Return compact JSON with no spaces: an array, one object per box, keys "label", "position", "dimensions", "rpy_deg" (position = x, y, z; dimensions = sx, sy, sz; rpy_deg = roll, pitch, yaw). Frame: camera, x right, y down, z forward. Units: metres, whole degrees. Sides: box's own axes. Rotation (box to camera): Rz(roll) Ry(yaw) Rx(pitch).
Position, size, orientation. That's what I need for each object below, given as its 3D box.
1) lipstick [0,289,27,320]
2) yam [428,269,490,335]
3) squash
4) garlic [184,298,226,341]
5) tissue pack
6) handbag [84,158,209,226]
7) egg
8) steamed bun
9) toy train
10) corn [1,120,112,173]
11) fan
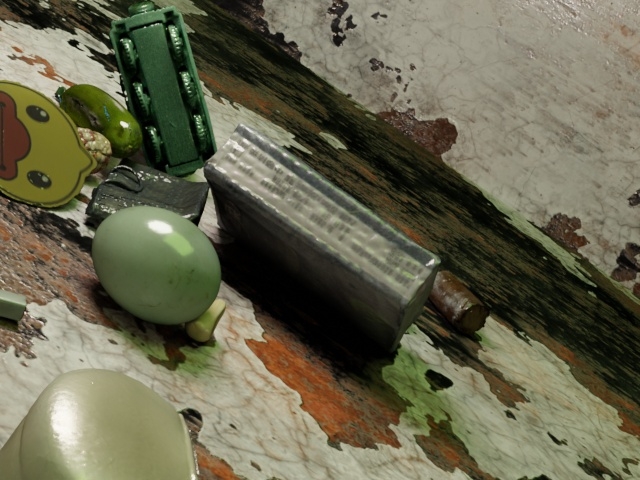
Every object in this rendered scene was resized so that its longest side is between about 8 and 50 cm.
[{"label":"lipstick","position":[-0.403,0.067,1.295],"dimensions":[0.107,0.025,0.025],"rpy_deg":[18,20,-22]},{"label":"yam","position":[0.273,0.122,2.212],"dimensions":[0.079,0.079,0.141],"rpy_deg":[18,21,-38]},{"label":"squash","position":[-0.400,-0.225,1.944],"dimensions":[0.087,0.087,0.331],"rpy_deg":[18,10,-38]},{"label":"garlic","position":[-0.162,0.113,1.530],"dimensions":[0.041,0.053,0.083],"rpy_deg":[34,35,5]},{"label":"tissue pack","position":[0.000,0.000,1.801],"dimensions":[0.394,0.124,0.288],"rpy_deg":[36,-16,11]},{"label":"handbag","position":[-0.278,-0.062,1.777],"dimensions":[0.175,0.088,0.270],"rpy_deg":[23,19,-6]},{"label":"egg","position":[-0.224,0.032,1.486],"dimensions":[0.192,0.149,0.149],"rpy_deg":[37,18,16]},{"label":"steamed bun","position":[-0.211,0.225,0.995],"dimensions":[0.164,0.146,0.241],"rpy_deg":[30,17,-22]},{"label":"toy train","position":[-0.292,-0.277,1.992],"dimensions":[0.139,0.330,0.178],"rpy_deg":[-16,24,-8]},{"label":"corn","position":[-0.442,-0.152,1.740],"dimensions":[0.237,0.079,0.079],"rpy_deg":[5,32,-48]},{"label":"fan","position":[-0.482,-0.160,1.637],"dimensions":[0.335,0.011,0.229],"rpy_deg":[17,49,-38]}]
